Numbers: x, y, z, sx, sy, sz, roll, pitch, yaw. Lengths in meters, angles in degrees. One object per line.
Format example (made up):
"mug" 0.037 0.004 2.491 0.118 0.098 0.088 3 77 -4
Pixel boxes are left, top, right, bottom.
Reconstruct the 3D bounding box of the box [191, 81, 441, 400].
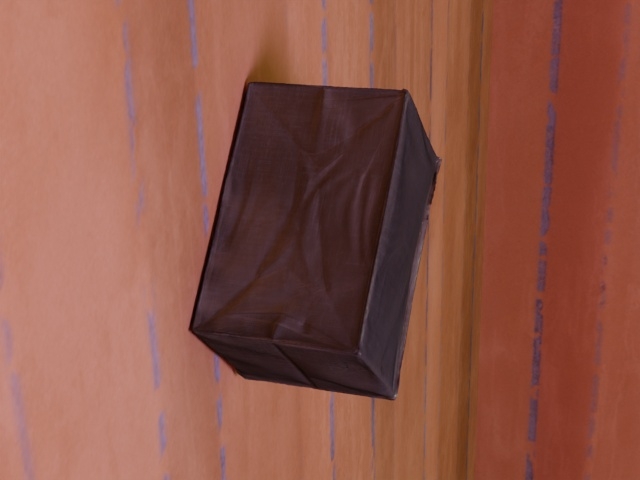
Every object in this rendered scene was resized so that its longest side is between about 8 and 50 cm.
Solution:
"box" 0.000 0.000 1.156 0.149 0.155 0.231 54 46 -65
